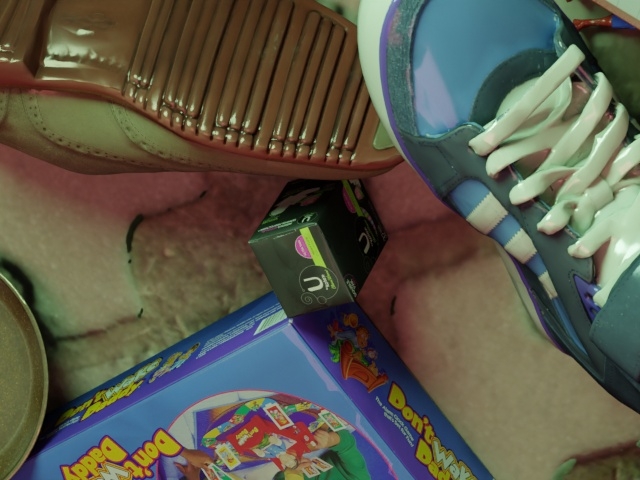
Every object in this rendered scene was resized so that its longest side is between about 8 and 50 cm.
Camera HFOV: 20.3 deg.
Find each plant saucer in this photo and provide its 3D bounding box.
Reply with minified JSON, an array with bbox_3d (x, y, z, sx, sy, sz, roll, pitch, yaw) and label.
[{"bbox_3d":[-0.283,0.100,1.307,0.199,0.036,0.198,0,90,17],"label":"plant saucer"}]

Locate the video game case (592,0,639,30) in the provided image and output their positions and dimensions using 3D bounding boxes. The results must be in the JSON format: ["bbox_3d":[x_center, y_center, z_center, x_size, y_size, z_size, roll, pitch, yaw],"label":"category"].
[{"bbox_3d":[0.254,-0.167,0.924,0.285,0.025,0.204,37,128,26],"label":"video game case"}]

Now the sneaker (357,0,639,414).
[{"bbox_3d":[0.169,-0.016,0.973,0.322,0.130,0.236,57,167,-31],"label":"sneaker"}]

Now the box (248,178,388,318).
[{"bbox_3d":[0.000,0.000,1.152,0.052,0.083,0.062,-15,113,27],"label":"box"}]

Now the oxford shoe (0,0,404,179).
[{"bbox_3d":[-0.102,-0.097,1.136,0.348,0.123,0.130,16,150,9],"label":"oxford shoe"}]

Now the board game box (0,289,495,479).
[{"bbox_3d":[-0.068,0.192,1.296,0.347,0.078,0.233,-29,107,31],"label":"board game box"}]

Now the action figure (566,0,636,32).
[{"bbox_3d":[0.201,-0.133,1.034,0.115,0.030,0.038,-1,114,18],"label":"action figure"}]
